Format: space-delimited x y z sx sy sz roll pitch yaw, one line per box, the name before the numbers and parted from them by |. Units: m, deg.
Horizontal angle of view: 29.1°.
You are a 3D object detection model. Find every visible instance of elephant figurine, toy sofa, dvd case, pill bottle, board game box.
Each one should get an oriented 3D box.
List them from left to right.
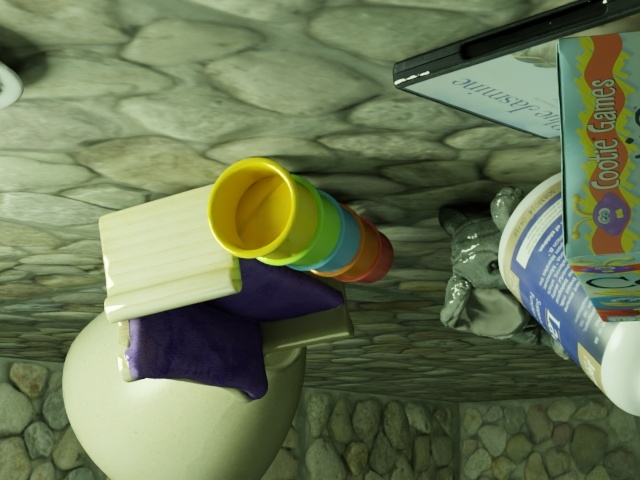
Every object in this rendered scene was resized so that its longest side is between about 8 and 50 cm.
toy sofa | -0.090 0.072 1.379 0.150 0.177 0.362 -14 164 18
elephant figurine | 0.189 0.020 1.290 0.239 0.186 0.169 23 -159 -35
dvd case | 0.200 -0.121 0.846 0.180 0.022 0.253 11 165 -41
pill bottle | 0.282 0.059 1.077 0.153 0.153 0.265 9 -153 -31
board game box | 0.251 -0.034 0.849 0.142 0.144 0.275 -3 168 17

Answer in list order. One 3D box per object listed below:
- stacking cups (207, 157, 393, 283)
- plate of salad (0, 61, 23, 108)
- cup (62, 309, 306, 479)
stacking cups | 0.000 0.000 1.263 0.096 0.096 0.316 -4 167 24
plate of salad | -0.317 -0.110 0.888 0.199 0.048 0.200 2 169 0
cup | -0.149 0.169 1.681 0.331 0.331 0.237 10 139 -36
